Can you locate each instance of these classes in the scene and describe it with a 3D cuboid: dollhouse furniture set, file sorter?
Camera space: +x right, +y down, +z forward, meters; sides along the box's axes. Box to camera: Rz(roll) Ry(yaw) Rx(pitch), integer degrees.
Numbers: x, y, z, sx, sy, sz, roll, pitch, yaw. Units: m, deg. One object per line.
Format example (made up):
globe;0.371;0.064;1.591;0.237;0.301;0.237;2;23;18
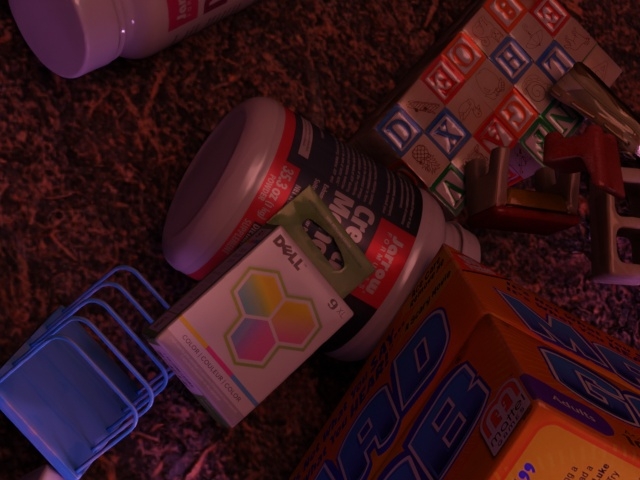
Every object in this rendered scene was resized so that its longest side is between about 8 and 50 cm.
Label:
dollhouse furniture set;0.357;-0.014;1.851;0.374;0.201;0.152;5;75;-23
file sorter;-0.202;0.114;1.647;0.118;0.104;0.170;49;25;-7

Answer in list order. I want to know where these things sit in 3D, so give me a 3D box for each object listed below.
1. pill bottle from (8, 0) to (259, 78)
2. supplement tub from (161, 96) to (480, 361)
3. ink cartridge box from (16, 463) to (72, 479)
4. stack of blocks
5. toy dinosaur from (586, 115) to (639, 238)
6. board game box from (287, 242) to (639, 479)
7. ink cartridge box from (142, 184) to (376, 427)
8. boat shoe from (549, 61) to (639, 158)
pill bottle;-0.159;-0.277;1.794;0.283;0.160;0.160;-32;91;-30
supplement tub;0.000;0.000;1.778;0.272;0.191;0.191;30;64;-16
ink cartridge box;-0.202;0.328;1.632;0.219;0.092;0.160;34;62;-15
stack of blocks;0.177;-0.141;1.970;0.171;0.087;0.297;46;60;-9
toy dinosaur;0.395;-0.058;2.062;0.160;0.121;0.313;9;66;-37
board game box;0.195;0.284;1.619;0.356;0.356;0.356;28;104;-18
ink cartridge box;-0.045;0.057;1.631;0.209;0.062;0.109;-42;103;-13
boat shoe;0.315;-0.127;1.963;0.153;0.048;0.056;42;16;-18
